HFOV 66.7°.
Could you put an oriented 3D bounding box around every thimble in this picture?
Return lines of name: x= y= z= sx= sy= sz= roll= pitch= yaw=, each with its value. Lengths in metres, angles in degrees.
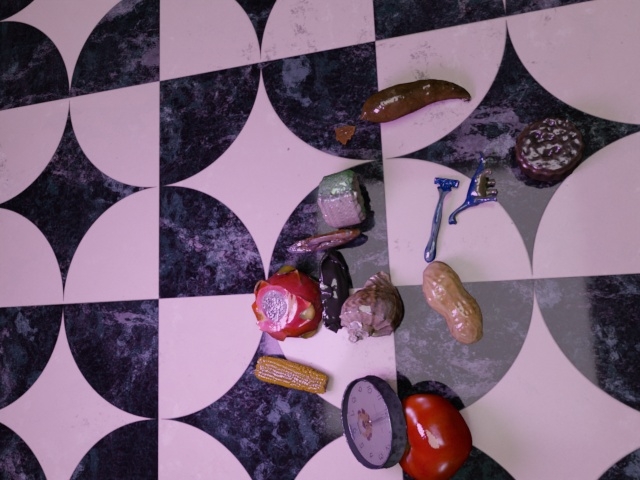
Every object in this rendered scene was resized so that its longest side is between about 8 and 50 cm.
thimble: x=0.078 y=-0.154 z=1.822 sx=0.150 sy=0.219 sz=0.218 roll=-14 pitch=79 yaw=12

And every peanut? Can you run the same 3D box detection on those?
peanut: x=0.464 y=0.218 z=1.711 sx=0.149 sy=0.149 sz=0.313 roll=-36 pitch=81 yaw=9

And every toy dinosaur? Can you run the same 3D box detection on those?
toy dinosaur: x=0.543 y=-0.192 z=1.780 sx=0.188 sy=0.075 sz=0.247 roll=-11 pitch=85 yaw=24

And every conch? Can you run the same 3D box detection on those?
conch: x=0.193 y=0.243 z=1.738 sx=0.210 sy=0.159 sz=0.291 roll=29 pitch=77 yaw=3

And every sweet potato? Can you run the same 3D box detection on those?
sweet potato: x=0.353 y=-0.540 z=1.850 sx=0.423 sy=0.130 sz=0.130 roll=-12 pitch=80 yaw=4

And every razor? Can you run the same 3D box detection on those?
razor: x=0.430 y=-0.076 z=1.796 sx=0.093 sy=0.056 sz=0.323 roll=13 pitch=88 yaw=22

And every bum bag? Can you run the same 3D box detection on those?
bum bag: x=0.054 y=0.188 z=1.840 sx=0.080 sy=0.142 sz=0.325 roll=-17 pitch=72 yaw=45

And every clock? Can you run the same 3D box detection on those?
clock: x=0.174 y=0.626 z=1.676 sx=0.313 sy=0.062 sz=0.312 roll=-3 pitch=87 yaw=59

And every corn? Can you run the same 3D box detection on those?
corn: x=-0.121 y=0.508 z=1.854 sx=0.311 sy=0.101 sz=0.101 roll=8 pitch=85 yaw=18

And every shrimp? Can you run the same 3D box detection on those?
shrimp: x=0.000 y=0.000 z=1.855 sx=0.317 sy=0.164 sz=0.062 roll=-13 pitch=79 yaw=21

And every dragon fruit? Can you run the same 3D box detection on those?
dragon fruit: x=-0.130 y=0.240 z=1.844 sx=0.291 sy=0.189 sz=0.290 roll=-2 pitch=82 yaw=15

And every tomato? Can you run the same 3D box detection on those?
tomato: x=0.376 y=0.657 z=1.625 sx=0.227 sy=0.299 sz=0.298 roll=-1 pitch=81 yaw=-22

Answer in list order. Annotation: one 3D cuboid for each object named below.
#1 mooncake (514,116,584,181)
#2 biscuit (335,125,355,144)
mooncake: x=0.795 y=-0.321 z=1.693 sx=0.229 sy=0.124 sz=0.228 roll=-2 pitch=82 yaw=17
biscuit: x=0.102 y=-0.431 z=1.956 sx=0.092 sy=0.016 sz=0.082 roll=-33 pitch=71 yaw=8
